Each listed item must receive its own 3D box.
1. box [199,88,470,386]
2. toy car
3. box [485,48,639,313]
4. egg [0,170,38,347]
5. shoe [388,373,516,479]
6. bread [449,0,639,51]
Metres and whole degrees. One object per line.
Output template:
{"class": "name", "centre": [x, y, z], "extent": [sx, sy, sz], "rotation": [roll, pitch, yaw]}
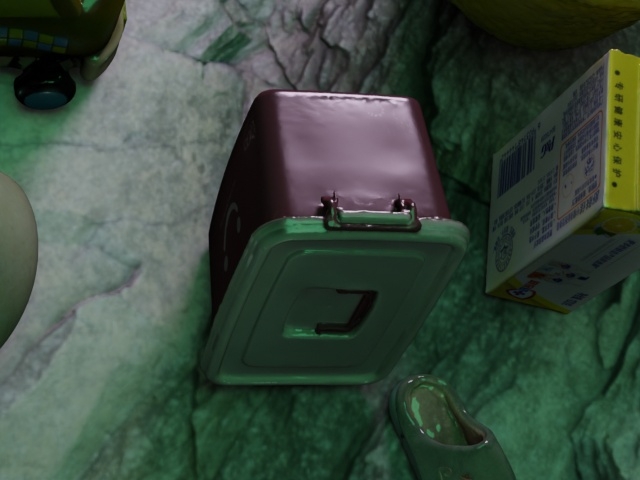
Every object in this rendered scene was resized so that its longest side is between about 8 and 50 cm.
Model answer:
{"class": "box", "centre": [0.000, 0.000, 1.397], "extent": [0.193, 0.294, 0.168], "rotation": [3, 58, -16]}
{"class": "toy car", "centre": [-0.297, -0.250, 1.447], "extent": [0.247, 0.198, 0.204], "rotation": [-1, 69, -17]}
{"class": "box", "centre": [0.257, -0.048, 1.495], "extent": [0.097, 0.265, 0.168], "rotation": [12, 66, -15]}
{"class": "egg", "centre": [-0.348, 0.035, 1.326], "extent": [0.186, 0.186, 0.253], "rotation": [42, 66, 2]}
{"class": "shoe", "centre": [0.134, 0.208, 1.462], "extent": [0.079, 0.078, 0.195], "rotation": [-23, 73, -24]}
{"class": "bread", "centre": [0.275, -0.369, 1.591], "extent": [0.348, 0.308, 0.348], "rotation": [2, 80, -9]}
